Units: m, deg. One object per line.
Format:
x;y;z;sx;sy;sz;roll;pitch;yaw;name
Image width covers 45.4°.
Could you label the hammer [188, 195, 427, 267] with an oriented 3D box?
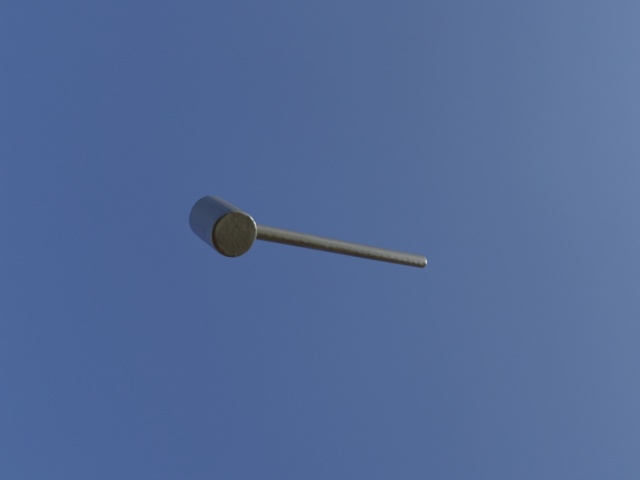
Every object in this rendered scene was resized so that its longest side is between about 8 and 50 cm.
0.000;0.000;0.330;0.110;0.035;0.019;9;-81;-27;hammer
